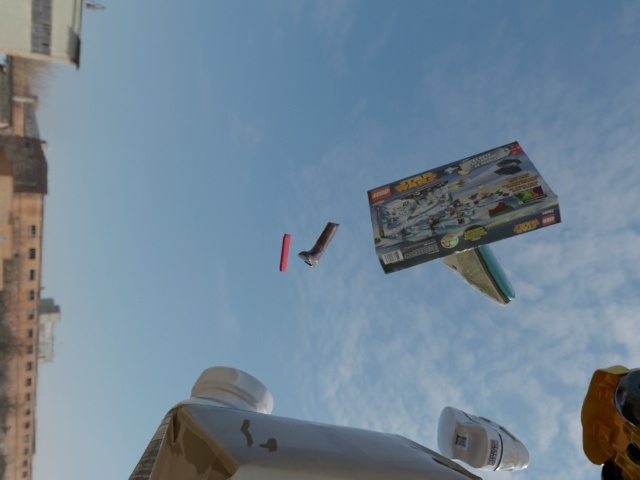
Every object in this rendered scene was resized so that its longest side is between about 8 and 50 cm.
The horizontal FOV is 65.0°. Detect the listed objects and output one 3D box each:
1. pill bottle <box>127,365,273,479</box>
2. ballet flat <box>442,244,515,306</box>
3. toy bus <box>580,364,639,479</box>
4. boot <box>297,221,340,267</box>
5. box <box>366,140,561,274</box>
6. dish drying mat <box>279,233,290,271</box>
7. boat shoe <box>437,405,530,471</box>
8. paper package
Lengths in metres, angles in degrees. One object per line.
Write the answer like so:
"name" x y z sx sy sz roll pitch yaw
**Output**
"pill bottle" -0.175 0.330 0.718 0.162 0.162 0.278 -56 -174 40
"ballet flat" 0.145 0.002 0.523 0.052 0.057 0.168 -35 -128 28
"toy bus" 0.390 0.196 0.450 0.220 0.212 0.149 -132 -150 -60
"boot" 0.000 0.000 1.094 0.037 0.106 0.114 33 -97 11
"box" 0.109 -0.029 0.413 0.093 0.137 0.027 -89 158 -53
"dish drying mat" -0.078 0.027 1.101 0.008 0.032 0.083 6 -92 21
"boat shoe" 0.279 0.361 0.894 0.258 0.084 0.095 127 -23 -82
"paper package" -0.025 0.355 0.516 0.168 0.325 0.309 5 -105 58
